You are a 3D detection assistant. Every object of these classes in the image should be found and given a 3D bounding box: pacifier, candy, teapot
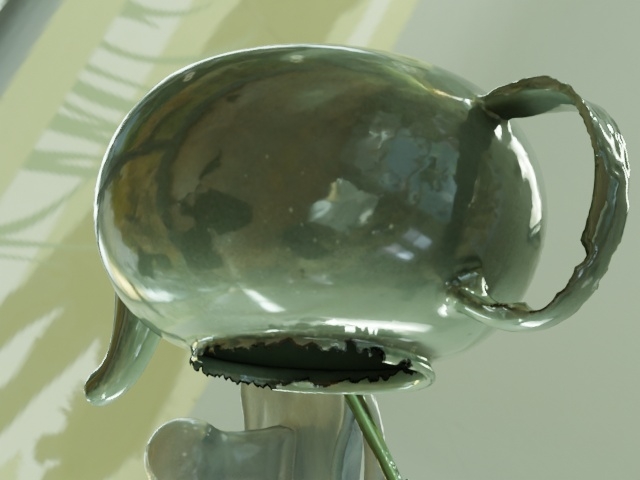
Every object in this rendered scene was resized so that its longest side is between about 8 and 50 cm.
[{"bbox_3d":[-0.061,0.218,1.318,0.238,0.226,0.287,11,-82,59],"label":"pacifier"},{"bbox_3d":[0.069,0.218,1.097,0.077,0.073,0.262,-56,-141,26],"label":"candy"},{"bbox_3d":[0.000,0.000,0.582,0.294,0.193,0.129,-10,-110,42],"label":"teapot"}]
